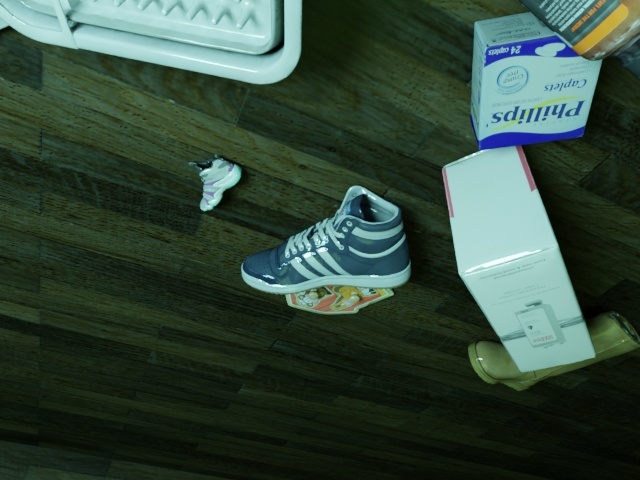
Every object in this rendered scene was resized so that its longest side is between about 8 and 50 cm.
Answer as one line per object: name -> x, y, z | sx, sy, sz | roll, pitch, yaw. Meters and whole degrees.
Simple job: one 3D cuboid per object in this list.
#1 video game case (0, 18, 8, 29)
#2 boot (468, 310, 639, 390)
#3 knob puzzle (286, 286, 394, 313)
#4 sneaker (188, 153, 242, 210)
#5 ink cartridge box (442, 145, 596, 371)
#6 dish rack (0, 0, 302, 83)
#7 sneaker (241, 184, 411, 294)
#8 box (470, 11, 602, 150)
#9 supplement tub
video game case -> -0.395, -0.307, 0.476 | 0.201, 0.023, 0.183 | -12, 141, 16
boot -> 0.477, 0.216, 0.959 | 0.236, 0.089, 0.269 | 24, 134, -35
knob puzzle -> 0.015, 0.097, 0.890 | 0.213, 0.030, 0.213 | 1, 137, 1
sneaker -> -0.171, -0.092, 0.696 | 0.069, 0.038, 0.098 | 33, 119, -26
ink cartridge box -> 0.289, 0.032, 0.678 | 0.117, 0.207, 0.283 | -20, 133, 25
dish rack -> -0.166, -0.286, 0.376 | 0.332, 0.072, 0.286 | 14, 146, 6
sneaker -> 0.000, 0.000, 0.736 | 0.282, 0.099, 0.153 | -2, 130, 9
box -> 0.247, -0.188, 0.545 | 0.126, 0.072, 0.137 | -6, 136, 10
supplement tub -> 0.243, -0.238, 0.415 | 0.198, 0.106, 0.106 | 43, 129, 1
